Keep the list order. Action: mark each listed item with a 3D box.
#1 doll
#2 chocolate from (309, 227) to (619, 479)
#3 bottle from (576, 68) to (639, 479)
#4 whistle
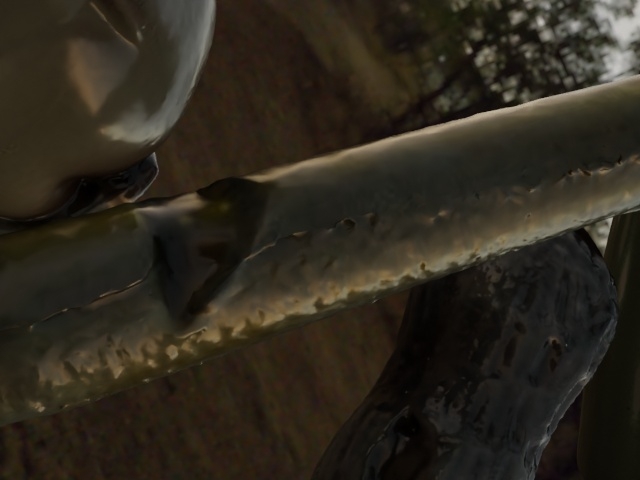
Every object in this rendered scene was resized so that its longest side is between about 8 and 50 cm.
[{"bbox_3d":[-0.216,-0.088,0.673,0.215,0.370,0.226,-68,141,-56],"label":"doll"},{"bbox_3d":[0.070,0.089,0.634,0.110,0.248,0.110,30,-10,6],"label":"chocolate"},{"bbox_3d":[0.268,0.016,0.841,0.168,0.168,0.347,-94,-174,-72],"label":"bottle"},{"bbox_3d":[0.000,-0.001,0.468,0.068,0.326,0.057,92,-25,-47],"label":"whistle"}]
